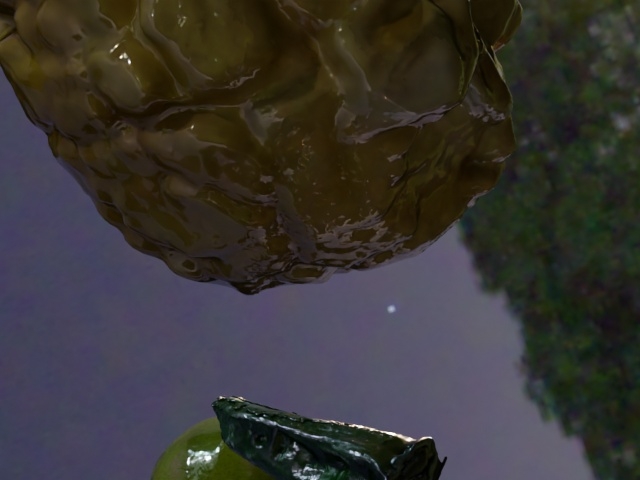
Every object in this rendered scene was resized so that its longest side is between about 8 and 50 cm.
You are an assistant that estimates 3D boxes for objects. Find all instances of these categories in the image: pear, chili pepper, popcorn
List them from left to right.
[{"bbox_3d":[-0.100,0.292,1.562,0.187,0.187,0.219,56,-156,-22],"label":"pear"},{"bbox_3d":[-0.051,-0.135,0.997,0.344,0.390,0.354,-87,7,-78],"label":"popcorn"},{"bbox_3d":[-0.008,0.170,1.201,0.088,0.227,0.059,-41,-48,-33],"label":"chili pepper"}]
